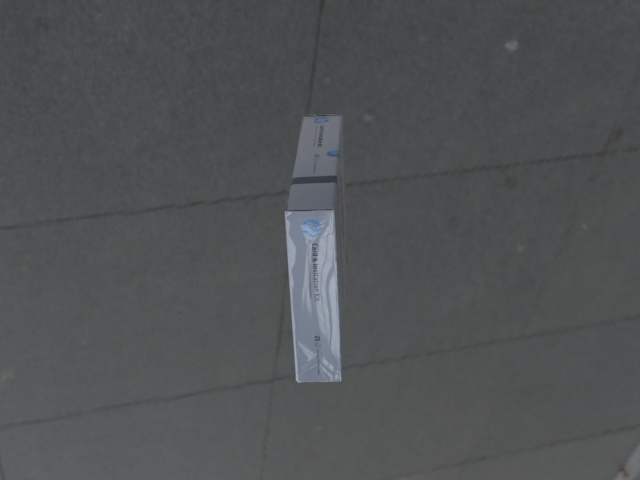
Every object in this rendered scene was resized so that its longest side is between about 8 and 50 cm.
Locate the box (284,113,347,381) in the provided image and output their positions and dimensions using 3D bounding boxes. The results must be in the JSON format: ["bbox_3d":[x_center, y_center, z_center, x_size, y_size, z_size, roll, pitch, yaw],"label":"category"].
[{"bbox_3d":[0.000,0.000,0.775,0.038,0.186,0.145,-1,117,3],"label":"box"}]
